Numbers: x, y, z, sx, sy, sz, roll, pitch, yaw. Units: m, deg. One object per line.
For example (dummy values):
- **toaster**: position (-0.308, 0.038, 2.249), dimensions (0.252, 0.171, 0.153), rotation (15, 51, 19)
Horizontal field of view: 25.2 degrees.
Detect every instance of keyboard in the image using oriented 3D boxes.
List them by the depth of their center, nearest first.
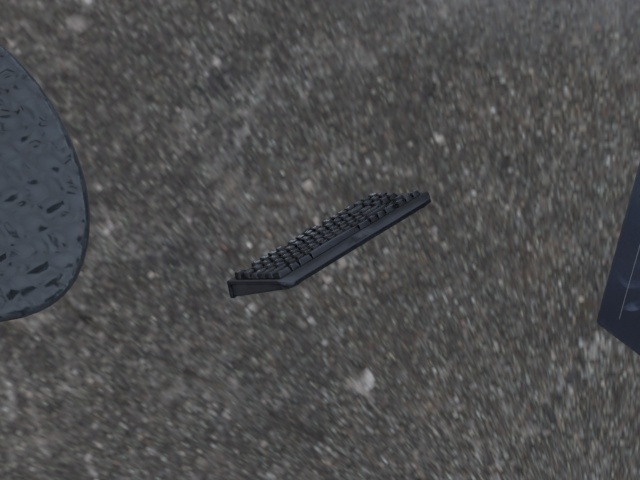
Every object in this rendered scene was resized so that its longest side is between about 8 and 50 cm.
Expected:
- **keyboard**: position (0.000, 0.000, 1.193), dimensions (0.180, 0.108, 0.023), rotation (-30, 102, -38)

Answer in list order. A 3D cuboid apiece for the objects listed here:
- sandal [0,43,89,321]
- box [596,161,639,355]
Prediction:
- **sandal**: position (-0.331, -0.089, 0.795), dimensions (0.445, 0.107, 0.167), rotation (23, 87, -7)
- **box**: position (0.395, -0.025, 1.024), dimensions (0.312, 0.179, 0.343), rotation (41, 127, 52)
